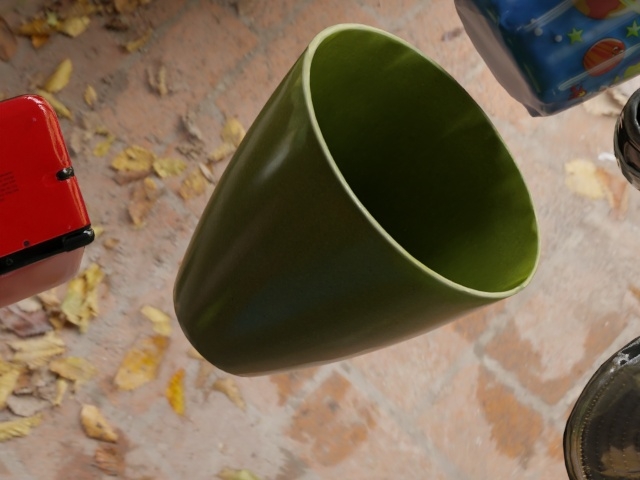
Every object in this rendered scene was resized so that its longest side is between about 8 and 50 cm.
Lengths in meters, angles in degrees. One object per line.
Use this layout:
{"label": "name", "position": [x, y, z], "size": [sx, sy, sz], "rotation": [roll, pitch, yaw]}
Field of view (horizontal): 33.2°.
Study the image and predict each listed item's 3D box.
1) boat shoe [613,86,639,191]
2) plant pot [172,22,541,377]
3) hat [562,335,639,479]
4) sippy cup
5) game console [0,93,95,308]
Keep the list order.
{"label": "boat shoe", "position": [0.248, -0.028, 0.505], "size": [0.219, 0.070, 0.078], "rotation": [14, 84, 13]}
{"label": "plant pot", "position": [0.000, 0.000, 0.989], "size": [0.293, 0.274, 0.275], "rotation": [-38, 69, 36]}
{"label": "hat", "position": [0.312, 0.094, 0.603], "size": [0.331, 0.134, 0.331], "rotation": [3, 36, -2]}
{"label": "sippy cup", "position": [0.259, -0.243, 1.040], "size": [0.224, 0.305, 0.240], "rotation": [-34, 46, 3]}
{"label": "game console", "position": [-0.203, -0.003, 0.571], "size": [0.144, 0.085, 0.124], "rotation": [-23, 109, -24]}
